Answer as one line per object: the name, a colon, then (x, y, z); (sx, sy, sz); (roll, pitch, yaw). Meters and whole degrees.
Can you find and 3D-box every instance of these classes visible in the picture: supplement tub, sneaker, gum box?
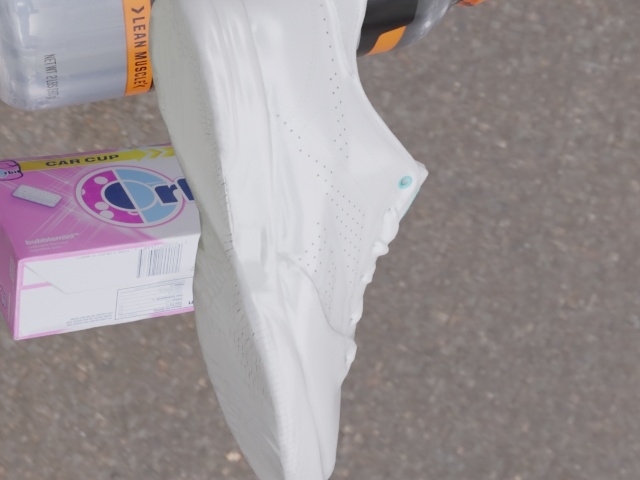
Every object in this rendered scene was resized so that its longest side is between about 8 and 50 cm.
supplement tub: (-0.052, -0.206, 0.900); (0.338, 0.207, 0.207); (-12, 115, -14)
sneaker: (0.000, 0.000, 0.551); (0.094, 0.080, 0.212); (-17, 115, -24)
gum box: (-0.118, -0.007, 0.920); (0.188, 0.107, 0.062); (-8, 129, -26)
